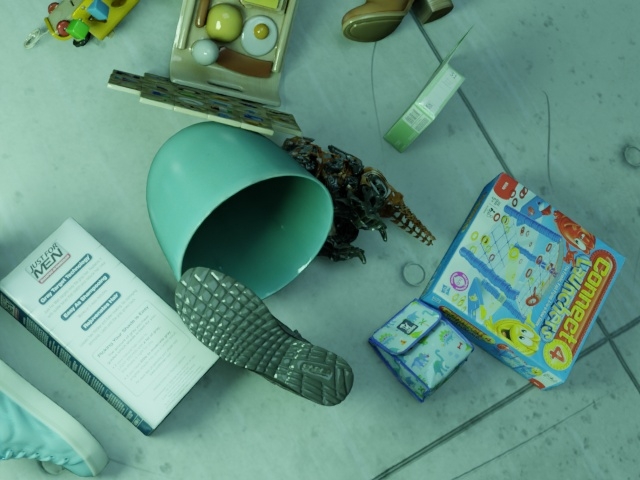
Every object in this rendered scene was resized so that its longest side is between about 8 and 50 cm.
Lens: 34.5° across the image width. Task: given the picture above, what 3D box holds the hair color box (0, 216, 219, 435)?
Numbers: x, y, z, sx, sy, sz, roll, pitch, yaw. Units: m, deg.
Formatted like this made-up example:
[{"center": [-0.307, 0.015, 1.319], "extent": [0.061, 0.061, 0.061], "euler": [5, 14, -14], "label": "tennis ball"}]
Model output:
[{"center": [-0.355, 0.145, 1.726], "extent": [0.347, 0.105, 0.174], "euler": [43, 65, 0], "label": "hair color box"}]

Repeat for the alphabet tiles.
[{"center": [-0.205, -0.246, 1.833], "extent": [0.343, 0.285, 0.011], "euler": [13, 105, -12], "label": "alphabet tiles"}]

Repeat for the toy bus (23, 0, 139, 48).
[{"center": [-0.420, -0.417, 1.893], "extent": [0.104, 0.202, 0.190], "euler": [38, 57, -40], "label": "toy bus"}]

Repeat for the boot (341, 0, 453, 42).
[{"center": [0.122, -0.534, 2.095], "extent": [0.283, 0.109, 0.220], "euler": [-23, 81, -24], "label": "boot"}]

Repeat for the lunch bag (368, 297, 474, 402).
[{"center": [0.182, 0.194, 1.884], "extent": [0.129, 0.096, 0.151], "euler": [-38, 72, -22], "label": "lunch bag"}]

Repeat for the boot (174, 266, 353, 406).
[{"center": [-0.115, 0.174, 1.726], "extent": [0.338, 0.223, 0.118], "euler": [39, 76, -9], "label": "boot"}]

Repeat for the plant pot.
[{"center": [-0.162, -0.065, 1.765], "extent": [0.293, 0.293, 0.235], "euler": [-23, 51, -22], "label": "plant pot"}]

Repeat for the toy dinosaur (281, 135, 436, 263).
[{"center": [0.069, -0.083, 1.911], "extent": [0.322, 0.164, 0.218], "euler": [13, 42, 4], "label": "toy dinosaur"}]

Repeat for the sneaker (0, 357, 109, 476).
[{"center": [-0.482, 0.285, 1.569], "extent": [0.150, 0.135, 0.366], "euler": [-54, 127, -18], "label": "sneaker"}]

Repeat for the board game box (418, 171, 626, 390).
[{"center": [0.390, 0.076, 1.986], "extent": [0.302, 0.086, 0.308], "euler": [34, 66, -3], "label": "board game box"}]

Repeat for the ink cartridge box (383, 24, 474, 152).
[{"center": [0.230, -0.296, 2.016], "extent": [0.056, 0.171, 0.235], "euler": [40, 65, -2], "label": "ink cartridge box"}]

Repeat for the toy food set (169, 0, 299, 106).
[{"center": [-0.143, -0.421, 1.914], "extent": [0.220, 0.092, 0.306], "euler": [10, 104, -19], "label": "toy food set"}]

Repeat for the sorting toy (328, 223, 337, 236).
[{"center": [0.000, 0.000, 1.933], "extent": [0.083, 0.012, 0.062], "euler": [-38, 87, -25], "label": "sorting toy"}]
